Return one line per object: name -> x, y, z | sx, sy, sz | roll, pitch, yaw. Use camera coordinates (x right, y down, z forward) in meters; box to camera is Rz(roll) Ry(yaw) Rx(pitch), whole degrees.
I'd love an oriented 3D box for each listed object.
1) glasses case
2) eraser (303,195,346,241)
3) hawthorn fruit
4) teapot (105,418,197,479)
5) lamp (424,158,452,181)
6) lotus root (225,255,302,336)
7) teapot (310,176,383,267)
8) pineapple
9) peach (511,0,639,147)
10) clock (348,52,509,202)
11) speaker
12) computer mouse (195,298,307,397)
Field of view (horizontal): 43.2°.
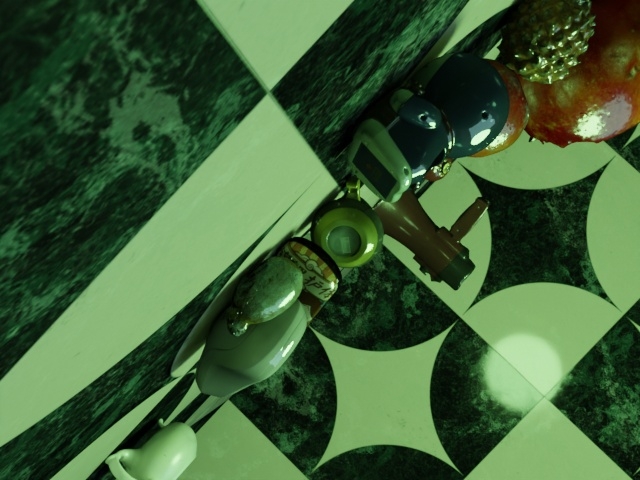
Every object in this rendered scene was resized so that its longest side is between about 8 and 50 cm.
glasses case -> -0.051, 0.095, 1.485 | 0.082, 0.122, 0.321 | -43, 173, -31
eraser -> 0.000, 0.000, 1.625 | 0.157, 0.038, 0.230 | -44, 175, -17
hawthorn fruit -> 0.276, -0.231, 1.436 | 0.173, 0.173, 0.173 | -46, 174, -6
teapot -> -0.377, 0.495, 1.831 | 0.204, 0.139, 0.298 | -45, 177, 4
lamp -> 0.301, -0.205, 2.124 | 0.101, 0.090, 0.101 | -23, 131, -30
lotus root -> -0.092, 0.085, 1.307 | 0.165, 0.088, 0.088 | -42, 173, -26
teapot -> 0.050, -0.035, 1.433 | 0.119, 0.130, 0.166 | -70, 168, -67
pineapple -> 0.411, -0.381, 1.444 | 0.166, 0.166, 0.193 | -40, 162, -49
peach -> 0.618, -0.414, 1.888 | 0.406, 0.310, 0.335 | -33, -153, -19
clock -> 0.156, -0.165, 1.151 | 0.243, 0.146, 0.199 | -37, 167, -19
speaker -> 0.315, -0.045, 2.256 | 0.259, 0.329, 0.198 | -53, 174, -2
computer mouse -> -0.143, 0.178, 1.433 | 0.184, 0.121, 0.297 | -57, -164, -28
